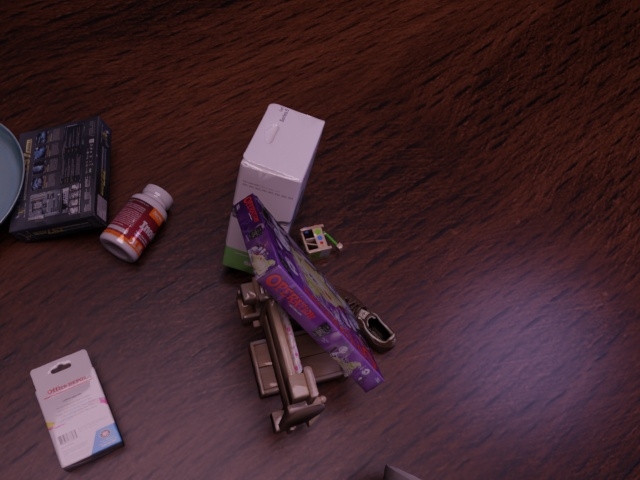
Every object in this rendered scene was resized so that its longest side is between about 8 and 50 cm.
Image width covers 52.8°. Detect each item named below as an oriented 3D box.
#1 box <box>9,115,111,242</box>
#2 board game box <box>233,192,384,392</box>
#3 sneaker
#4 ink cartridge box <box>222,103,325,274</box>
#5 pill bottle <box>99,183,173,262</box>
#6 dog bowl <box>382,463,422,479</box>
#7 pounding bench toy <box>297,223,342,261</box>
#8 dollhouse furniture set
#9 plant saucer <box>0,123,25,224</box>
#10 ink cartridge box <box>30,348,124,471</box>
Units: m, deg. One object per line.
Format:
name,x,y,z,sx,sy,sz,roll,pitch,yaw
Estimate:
box,-0.518,-0.124,1.292,0.184,0.059,0.232,-11,65,8
board game box,-0.017,0.093,1.095,0.056,0.347,0.208,-31,39,10
sneaker,0.080,0.147,1.298,0.188,0.071,0.066,38,65,8
ink cartridge box,-0.094,-0.091,1.242,0.115,0.272,0.198,18,46,-1
pill bottle,-0.365,-0.038,1.296,0.086,0.086,0.152,29,64,4
dog bowl,0.242,0.486,1.028,0.349,0.349,0.102,27,78,3
pounding bench toy,0.000,0.000,1.363,0.083,0.052,0.065,-12,67,-16
dollhouse furniture set,-0.023,0.152,1.119,0.174,0.355,0.303,-11,67,-16
plant saucer,-0.726,-0.104,1.257,0.318,0.043,0.317,-1,67,3
ink cartridge box,-0.430,0.298,1.139,0.104,0.061,0.181,-21,71,-19
